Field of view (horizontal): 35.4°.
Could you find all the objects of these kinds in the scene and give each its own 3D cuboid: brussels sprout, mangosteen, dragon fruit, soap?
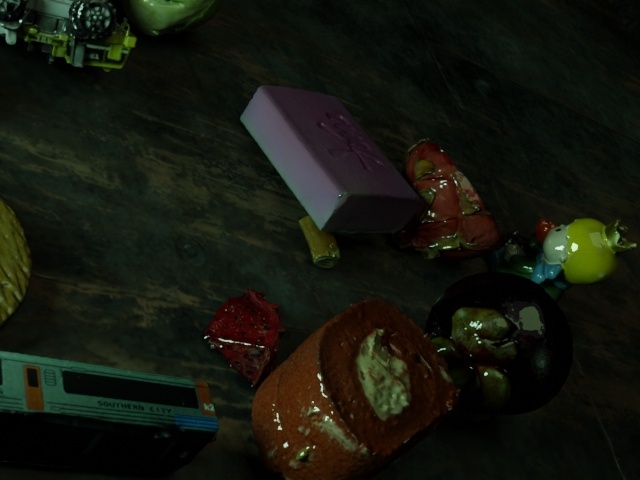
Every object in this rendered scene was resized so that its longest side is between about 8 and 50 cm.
[{"bbox_3d":[-0.228,-0.397,1.541,0.161,0.144,0.180,42,52,-41],"label":"brussels sprout"},{"bbox_3d":[0.230,0.158,1.391,0.211,0.211,0.250,50,45,8],"label":"mangosteen"},{"bbox_3d":[-0.075,0.103,1.233,0.097,0.063,0.131,40,34,-8],"label":"dragon fruit"},{"bbox_3d":[0.180,-0.040,1.616,0.223,0.148,0.218,55,3,32],"label":"dragon fruit"},{"bbox_3d":[0.015,-0.125,1.526,0.181,0.081,0.259,3,43,-45],"label":"soap"}]

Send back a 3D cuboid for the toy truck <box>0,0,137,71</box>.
[{"bbox_3d":[-0.379,-0.292,1.289,0.286,0.111,0.136,10,15,-29],"label":"toy truck"}]

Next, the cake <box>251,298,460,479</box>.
[{"bbox_3d":[0.039,0.186,1.186,0.177,0.151,0.283,51,33,13],"label":"cake"}]

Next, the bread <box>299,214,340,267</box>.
[{"bbox_3d":[0.000,0.000,1.449,0.047,0.036,0.083,16,40,-38],"label":"bread"}]

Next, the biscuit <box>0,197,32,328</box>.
[{"bbox_3d":[-0.415,0.000,1.004,0.262,0.037,0.262,28,37,-23],"label":"biscuit"}]

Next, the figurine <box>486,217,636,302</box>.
[{"bbox_3d":[0.398,0.013,1.682,0.127,0.234,0.185,13,44,-33],"label":"figurine"}]

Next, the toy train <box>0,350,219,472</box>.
[{"bbox_3d":[-0.290,0.150,0.931,0.410,0.086,0.089,16,42,-36],"label":"toy train"}]
